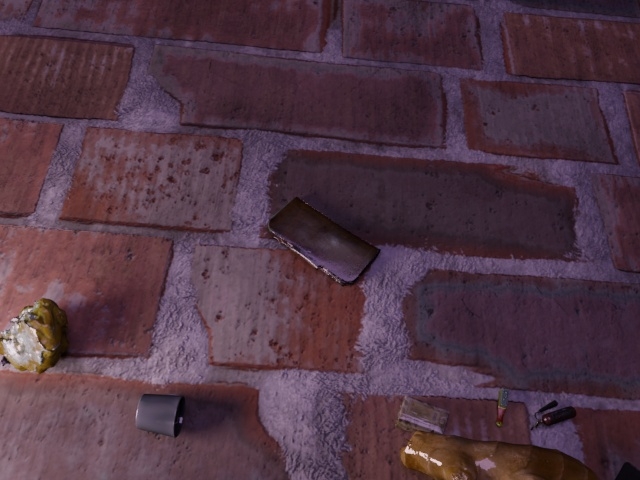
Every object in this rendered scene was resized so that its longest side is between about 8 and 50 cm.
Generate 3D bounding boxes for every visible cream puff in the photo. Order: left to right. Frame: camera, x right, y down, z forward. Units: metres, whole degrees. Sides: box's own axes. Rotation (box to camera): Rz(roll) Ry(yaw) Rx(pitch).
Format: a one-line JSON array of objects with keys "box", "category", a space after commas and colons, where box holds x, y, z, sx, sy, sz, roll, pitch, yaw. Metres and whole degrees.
[{"box": [-0.554, 0.184, 1.445, 0.121, 0.156, 0.156, 45, 57, -13], "category": "cream puff"}]

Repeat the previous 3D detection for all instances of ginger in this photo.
[{"box": [0.340, 0.458, 1.327, 0.375, 0.166, 0.236, -2, 30, 1], "category": "ginger"}]

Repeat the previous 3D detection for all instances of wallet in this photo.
[{"box": [0.000, 0.000, 1.693, 0.255, 0.031, 0.137, 34, 59, 18], "category": "wallet"}]

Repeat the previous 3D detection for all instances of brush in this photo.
[{"box": [0.374, 0.343, 1.496, 0.018, 0.021, 0.083, 18, 55, 3], "category": "brush"}]

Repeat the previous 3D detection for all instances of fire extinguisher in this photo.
[{"box": [0.473, 0.354, 1.493, 0.100, 0.032, 0.046, -10, 67, -20], "category": "fire extinguisher"}]

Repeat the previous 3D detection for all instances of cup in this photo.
[{"box": [-0.306, 0.329, 1.408, 0.077, 0.078, 0.100, 7, 20, 4], "category": "cup"}]

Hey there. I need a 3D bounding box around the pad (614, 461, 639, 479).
[{"box": [0.639, 0.518, 1.412, 0.157, 0.003, 0.112, 36, 59, 18], "category": "pad"}]

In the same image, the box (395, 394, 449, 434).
[{"box": [0.203, 0.356, 1.454, 0.098, 0.045, 0.062, 20, 55, 9], "category": "box"}]
